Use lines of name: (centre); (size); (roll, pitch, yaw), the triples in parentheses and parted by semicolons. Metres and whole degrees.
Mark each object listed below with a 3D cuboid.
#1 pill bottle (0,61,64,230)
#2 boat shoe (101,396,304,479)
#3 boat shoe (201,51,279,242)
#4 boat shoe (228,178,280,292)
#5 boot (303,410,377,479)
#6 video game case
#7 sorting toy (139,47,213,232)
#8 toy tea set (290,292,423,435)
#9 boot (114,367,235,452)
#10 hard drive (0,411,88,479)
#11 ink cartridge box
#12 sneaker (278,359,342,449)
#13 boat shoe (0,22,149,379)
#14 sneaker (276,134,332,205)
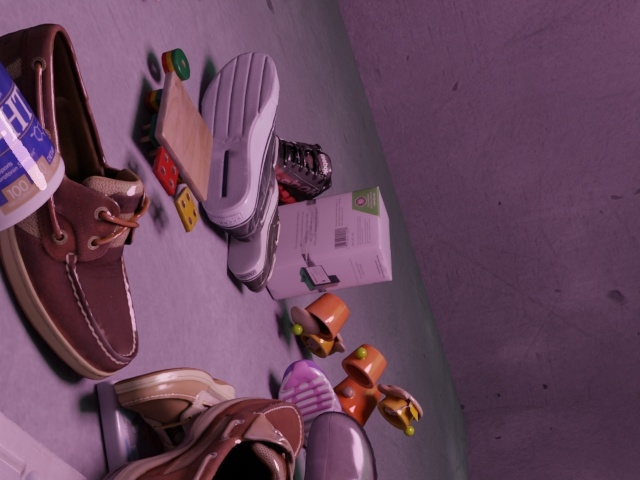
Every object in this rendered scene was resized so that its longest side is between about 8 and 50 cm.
pill bottle: (-0.289, -0.103, 0.633); (0.112, 0.112, 0.187); (-86, 157, -50)
boat shoe: (-0.079, 0.229, 0.790); (0.324, 0.116, 0.123); (-23, 102, -66)
boat shoe: (-0.129, -0.151, 1.342); (0.119, 0.121, 0.335); (69, 25, -57)
boat shoe: (-0.105, -0.017, 1.360); (0.070, 0.077, 0.219); (59, 30, -48)
boot: (0.004, 0.416, 1.234); (0.223, 0.118, 0.338); (42, 44, -65)
video game case: (-0.178, 0.251, 0.922); (0.183, 0.023, 0.201); (21, 57, -73)
sorting toy: (-0.199, -0.132, 1.139); (0.132, 0.046, 0.275); (62, 20, -46)
toy tea set: (0.030, 0.245, 1.517); (0.124, 0.200, 0.336); (-45, 112, -26)
boot: (-0.143, 0.227, 0.884); (0.213, 0.077, 0.165); (44, 37, -65)
hard drive: (-0.241, 0.295, 0.558); (0.237, 0.064, 0.339); (63, 19, -45)
ink cartridge box: (0.008, 0.005, 1.476); (0.160, 0.219, 0.093); (-87, 162, -46)
sneaker: (-0.014, 0.271, 1.426); (0.105, 0.095, 0.236); (-98, 172, -46)
boat shoe: (-0.226, -0.033, 0.786); (0.123, 0.123, 0.342); (-48, 124, -73)
sneaker: (-0.055, -0.144, 1.537); (0.276, 0.135, 0.098); (41, 40, -65)
